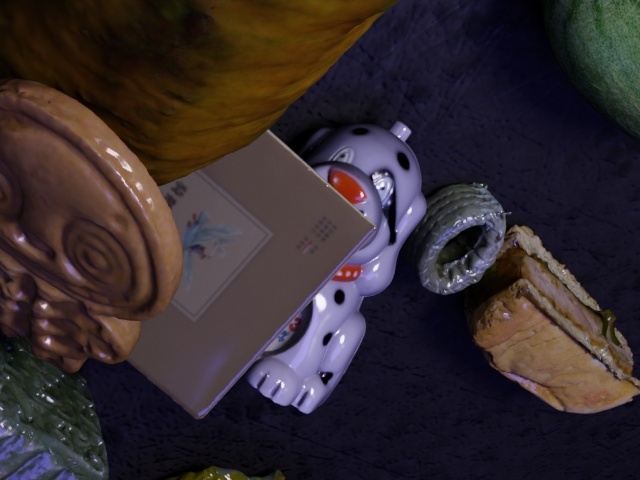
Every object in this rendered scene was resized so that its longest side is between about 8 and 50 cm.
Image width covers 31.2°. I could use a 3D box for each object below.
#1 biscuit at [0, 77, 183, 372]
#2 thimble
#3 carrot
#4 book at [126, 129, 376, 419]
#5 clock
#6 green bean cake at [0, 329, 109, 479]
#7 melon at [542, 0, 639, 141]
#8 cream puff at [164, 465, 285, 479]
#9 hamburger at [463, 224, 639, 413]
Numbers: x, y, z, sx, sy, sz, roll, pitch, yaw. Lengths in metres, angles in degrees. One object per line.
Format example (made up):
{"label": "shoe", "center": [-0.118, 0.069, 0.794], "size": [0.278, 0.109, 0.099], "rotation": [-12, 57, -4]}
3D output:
{"label": "biscuit", "center": [-0.198, 0.003, 0.818], "size": [0.202, 0.044, 0.288], "rotation": [36, 140, 1]}
{"label": "thimble", "center": [0.131, -0.004, 1.111], "size": [0.110, 0.062, 0.084], "rotation": [-44, 130, 14]}
{"label": "carrot", "center": [-0.088, -0.183, 0.759], "size": [0.242, 0.241, 0.341], "rotation": [13, 157, -29]}
{"label": "book", "center": [-0.141, -0.033, 0.896], "size": [0.310, 0.021, 0.217], "rotation": [42, 98, -7]}
{"label": "clock", "center": [-0.002, 0.003, 1.006], "size": [0.189, 0.189, 0.254], "rotation": [29, 105, -36]}
{"label": "green bean cake", "center": [-0.267, 0.156, 0.995], "size": [0.094, 0.181, 0.173], "rotation": [-36, 128, 4]}
{"label": "melon", "center": [0.310, -0.170, 0.982], "size": [0.288, 0.182, 0.182], "rotation": [32, 109, -35]}
{"label": "cream puff", "center": [-0.115, 0.334, 1.211], "size": [0.282, 0.185, 0.282], "rotation": [-15, 170, -3]}
{"label": "hamburger", "center": [0.235, 0.094, 1.202], "size": [0.131, 0.124, 0.262], "rotation": [-31, 129, 27]}
